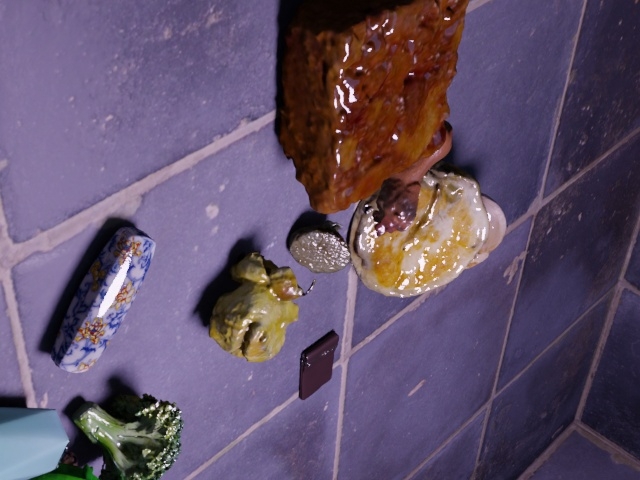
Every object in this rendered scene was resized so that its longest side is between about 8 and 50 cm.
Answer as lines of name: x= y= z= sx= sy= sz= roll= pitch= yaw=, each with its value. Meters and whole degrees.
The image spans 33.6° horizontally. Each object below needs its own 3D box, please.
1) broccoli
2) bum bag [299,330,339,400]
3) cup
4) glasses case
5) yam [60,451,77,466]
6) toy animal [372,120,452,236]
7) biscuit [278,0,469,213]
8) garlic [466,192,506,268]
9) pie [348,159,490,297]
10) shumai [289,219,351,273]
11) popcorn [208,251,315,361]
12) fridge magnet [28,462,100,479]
broccoli: x=-0.341 y=0.337 z=1.816 sx=0.220 sy=0.194 sz=0.194 roll=-38 pitch=153 yaw=14
bum bag: x=-0.003 y=0.285 z=2.376 sx=0.109 sy=0.026 sz=0.159 roll=-35 pitch=144 yaw=-35
cup: x=-0.487 y=0.309 z=1.574 sx=0.134 sy=0.148 sz=0.236 roll=-61 pitch=155 yaw=12
glasses case: x=-0.339 y=0.093 z=1.654 sx=0.248 sy=0.065 sz=0.087 roll=-59 pitch=152 yaw=5
yam: x=-0.458 y=0.478 z=1.864 sx=0.046 sy=0.046 sz=0.264 roll=-22 pitch=136 yaw=-45
toy animal: x=0.180 y=-0.150 z=2.103 sx=0.312 sy=0.157 sz=0.097 roll=-55 pitch=151 yaw=-2
biscuit: x=0.087 y=-0.276 z=1.832 sx=0.343 sy=0.166 sz=0.395 roll=-35 pitch=145 yaw=-37
garlic: x=0.304 y=-0.031 z=2.422 sx=0.229 sy=0.143 sz=0.178 roll=-19 pitch=105 yaw=0
pie: x=0.209 y=-0.025 z=2.271 sx=0.339 sy=0.077 sz=0.339 roll=-11 pitch=117 yaw=-23
shumai: x=0.001 y=-0.001 z=2.064 sx=0.124 sy=0.087 sz=0.099 roll=34 pitch=123 yaw=-24
popcorn: x=-0.109 y=0.127 z=1.941 sx=0.168 sy=0.173 sz=0.195 roll=30 pitch=87 yaw=-47
fridge magnet: x=-0.435 y=0.436 z=1.745 sx=0.208 sy=0.208 sz=0.088 roll=86 pitch=3 yaw=-46
